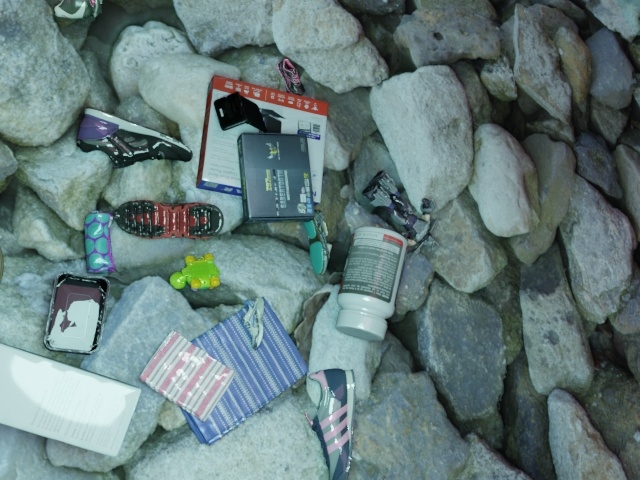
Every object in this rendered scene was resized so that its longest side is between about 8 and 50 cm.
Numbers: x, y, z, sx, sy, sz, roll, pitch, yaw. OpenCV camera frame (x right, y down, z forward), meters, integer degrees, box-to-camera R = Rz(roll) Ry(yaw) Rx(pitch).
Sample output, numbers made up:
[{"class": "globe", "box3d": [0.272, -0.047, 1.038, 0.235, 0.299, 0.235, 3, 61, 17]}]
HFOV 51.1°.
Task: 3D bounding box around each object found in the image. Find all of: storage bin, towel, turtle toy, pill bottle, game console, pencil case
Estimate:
[{"class": "storage bin", "box3d": [-0.569, 0.172, 1.568, 0.122, 0.084, 0.180, 10, 76, -21]}, {"class": "towel", "box3d": [-0.320, 0.329, 1.632, 0.197, 0.029, 0.144, 37, 65, -9]}, {"class": "turtle toy", "box3d": [-0.317, 0.090, 1.700, 0.130, 0.066, 0.095, -6, 58, -21]}, {"class": "pill bottle", "box3d": [0.136, 0.119, 1.833, 0.161, 0.161, 0.283, 21, 71, -17]}, {"class": "game console", "box3d": [-0.209, -0.321, 1.744, 0.107, 0.071, 0.122, -21, 51, 0]}, {"class": "towel", "box3d": [-0.219, 0.329, 1.713, 0.336, 0.040, 0.243, -31, 89, -27]}, {"class": "pencil case", "box3d": [-0.535, 0.005, 1.628, 0.070, 0.064, 0.152, -8, 81, 11]}]

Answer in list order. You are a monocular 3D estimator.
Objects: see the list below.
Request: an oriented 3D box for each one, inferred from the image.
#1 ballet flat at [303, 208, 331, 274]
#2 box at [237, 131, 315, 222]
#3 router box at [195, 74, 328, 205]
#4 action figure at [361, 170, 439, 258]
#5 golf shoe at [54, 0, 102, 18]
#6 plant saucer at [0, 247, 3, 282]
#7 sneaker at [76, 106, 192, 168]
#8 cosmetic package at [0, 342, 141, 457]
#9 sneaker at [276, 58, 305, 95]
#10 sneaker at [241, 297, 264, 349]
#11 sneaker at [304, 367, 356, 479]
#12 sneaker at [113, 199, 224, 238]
[{"class": "ballet flat", "box3d": [0.000, 0.000, 1.858, 0.070, 0.070, 0.189, -10, 86, -24]}, {"class": "box", "box3d": [-0.117, -0.163, 1.752, 0.183, 0.059, 0.233, -1, 79, -22]}, {"class": "router box", "box3d": [-0.154, -0.264, 1.837, 0.335, 0.082, 0.301, 9, 75, -21]}, {"class": "action figure", "box3d": [0.247, -0.071, 1.958, 0.285, 0.099, 0.185, 43, 57, -13]}, {"class": "golf shoe", "box3d": [-0.651, -0.702, 1.717, 0.120, 0.105, 0.273, -17, 85, -18]}, {"class": "plant saucer", "box3d": [-0.861, 0.055, 1.496, 0.277, 0.041, 0.278, 5, 76, -22]}, {"class": "sneaker", "box3d": [-0.472, -0.230, 1.703, 0.283, 0.107, 0.124, 19, 87, -14]}, {"class": "cosmetic package", "box3d": [-0.605, 0.333, 1.447, 0.384, 0.217, 0.156, 21, 71, -16]}, {"class": "sneaker", "box3d": [-0.081, -0.471, 1.928, 0.047, 0.057, 0.119, -39, 96, -27]}, {"class": "sneaker", "box3d": [-0.176, 0.213, 1.720, 0.058, 0.052, 0.135, 3, 66, -12]}, {"class": "sneaker", "box3d": [0.019, 0.494, 1.746, 0.131, 0.112, 0.319, 5, 73, -4]}, {"class": "sneaker", "box3d": [-0.375, -0.050, 1.693, 0.275, 0.135, 0.098, 2, 90, 1]}]
